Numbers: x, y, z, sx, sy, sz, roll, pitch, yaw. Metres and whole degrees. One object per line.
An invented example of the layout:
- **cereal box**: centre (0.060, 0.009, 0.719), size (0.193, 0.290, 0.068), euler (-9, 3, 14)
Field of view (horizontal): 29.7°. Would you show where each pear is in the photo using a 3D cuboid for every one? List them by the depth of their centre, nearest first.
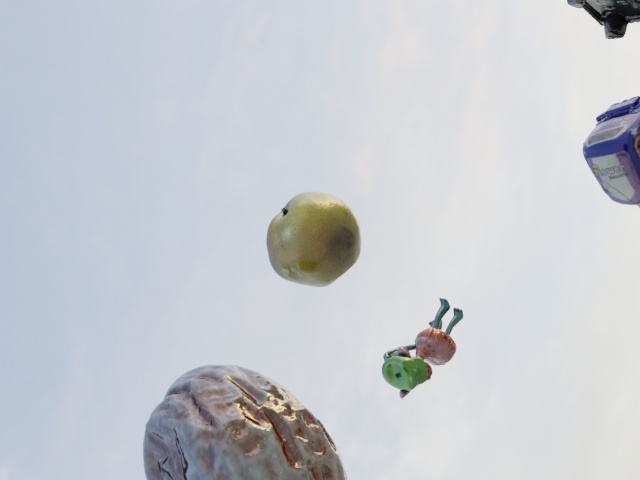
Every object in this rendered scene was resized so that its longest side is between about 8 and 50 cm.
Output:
- **pear**: centre (0.000, 0.000, 1.730), size (0.141, 0.104, 0.141), euler (-1, -89, -37)

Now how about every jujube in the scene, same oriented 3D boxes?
- **jujube**: centre (-0.104, 0.299, 1.613), size (0.215, 0.308, 0.246), euler (-14, -42, -35)

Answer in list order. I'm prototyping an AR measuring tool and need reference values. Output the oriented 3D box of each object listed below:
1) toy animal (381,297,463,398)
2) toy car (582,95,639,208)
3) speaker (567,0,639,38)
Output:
- **toy animal**: centre (0.166, 0.181, 2.026), size (0.208, 0.103, 0.100), euler (-47, -46, -44)
- **toy car**: centre (0.611, -0.144, 2.293), size (0.158, 0.172, 0.235), euler (-44, -75, -31)
- **speaker**: centre (0.545, -0.485, 1.980), size (0.184, 0.232, 0.254), euler (19, -105, -50)
